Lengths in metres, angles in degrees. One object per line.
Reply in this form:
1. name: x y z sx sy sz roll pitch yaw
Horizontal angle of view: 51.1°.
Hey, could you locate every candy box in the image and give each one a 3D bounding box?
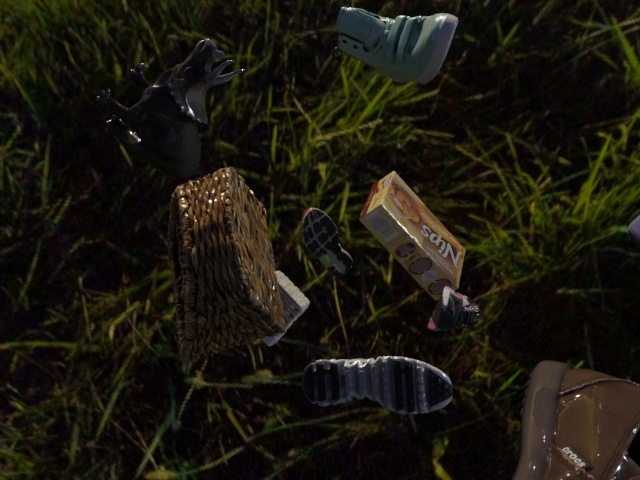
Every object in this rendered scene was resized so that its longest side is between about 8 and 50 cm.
1. candy box: 0.252 -0.013 1.793 0.316 0.087 0.183 46 36 -15

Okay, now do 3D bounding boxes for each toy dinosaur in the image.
1. toy dinosaur: -0.234 -0.156 0.997 0.160 0.313 0.121 31 44 12

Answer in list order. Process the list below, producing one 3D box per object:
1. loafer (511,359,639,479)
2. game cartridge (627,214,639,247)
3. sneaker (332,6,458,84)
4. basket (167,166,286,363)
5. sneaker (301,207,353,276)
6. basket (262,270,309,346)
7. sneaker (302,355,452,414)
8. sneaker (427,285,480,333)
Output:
1. loafer: 0.201 0.213 0.473 0.130 0.133 0.366 -6 30 27
2. game cartridge: 0.459 -0.076 0.614 0.355 0.230 0.068 -46 46 9
3. sneaker: 0.100 -0.304 1.011 0.151 0.256 0.094 21 90 -14
4. basket: -0.215 0.041 1.212 0.223 0.213 0.299 -18 60 11
5. sneaker: 0.000 0.000 2.045 0.107 0.279 0.118 -33 42 -7
6. basket: -0.094 0.133 1.367 0.103 0.167 0.113 -44 87 4
7. sneaker: 0.116 0.275 1.322 0.292 0.118 0.110 2 88 19
8. sneaker: 0.235 0.120 1.137 0.077 0.178 0.072 22 105 13
